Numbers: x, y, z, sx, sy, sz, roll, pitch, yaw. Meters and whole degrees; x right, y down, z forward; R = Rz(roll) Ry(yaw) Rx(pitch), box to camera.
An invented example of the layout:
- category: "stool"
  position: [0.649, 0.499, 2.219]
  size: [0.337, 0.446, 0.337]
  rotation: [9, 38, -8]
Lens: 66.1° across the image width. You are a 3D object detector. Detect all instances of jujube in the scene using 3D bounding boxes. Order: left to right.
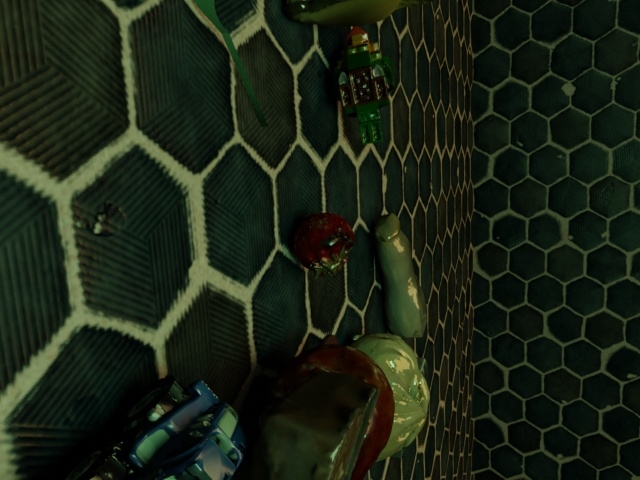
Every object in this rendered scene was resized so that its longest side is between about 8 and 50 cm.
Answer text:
- category: "jujube"
  position: [0.006, 0.269, 0.674]
  size: [0.190, 0.190, 0.255]
  rotation: [-43, 140, -57]

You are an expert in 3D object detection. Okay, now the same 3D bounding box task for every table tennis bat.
- category: "table tennis bat"
  position: [0.002, 0.229, 0.847]
  size: [0.156, 0.013, 0.087]
  rotation: [-57, 142, -51]

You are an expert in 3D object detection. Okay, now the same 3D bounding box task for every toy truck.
- category: "toy truck"
  position: [-0.135, 0.209, 0.384]
  size: [0.113, 0.126, 0.208]
  rotation: [55, 36, -12]

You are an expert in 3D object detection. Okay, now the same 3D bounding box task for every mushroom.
- category: "mushroom"
  position: [0.182, 0.096, 1.133]
  size: [0.109, 0.097, 0.351]
  rotation: [-56, 136, -53]

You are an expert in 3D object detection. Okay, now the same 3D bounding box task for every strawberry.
- category: "strawberry"
  position: [0.001, -0.001, 0.748]
  size: [0.106, 0.106, 0.106]
  rotation: [1, 90, -65]

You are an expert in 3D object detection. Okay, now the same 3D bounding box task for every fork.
- category: "fork"
  position: [-0.105, -0.222, 0.574]
  size: [0.021, 0.039, 0.235]
  rotation: [-64, 148, -34]

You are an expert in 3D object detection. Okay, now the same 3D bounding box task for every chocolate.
- category: "chocolate"
  position: [-0.020, 0.235, 0.491]
  size: [0.148, 0.093, 0.214]
  rotation: [-22, 128, -69]

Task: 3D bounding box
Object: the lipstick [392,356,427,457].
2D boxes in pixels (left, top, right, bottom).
- category: "lipstick"
  position: [0.195, 0.387, 1.190]
  size: [0.289, 0.076, 0.077]
  rotation: [-47, 131, -58]

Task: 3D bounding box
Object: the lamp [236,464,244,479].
- category: "lamp"
  position: [-0.108, 0.388, 0.484]
  size: [0.269, 0.047, 0.266]
  rotation: [-79, 162, -74]

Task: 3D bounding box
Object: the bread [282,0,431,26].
- category: "bread"
  position: [0.075, -0.416, 0.748]
  size: [0.262, 0.204, 0.162]
  rotation: [-48, 136, -59]

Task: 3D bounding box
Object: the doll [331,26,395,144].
- category: "doll"
  position: [0.076, -0.283, 0.866]
  size: [0.134, 0.106, 0.186]
  rotation: [63, 21, -54]

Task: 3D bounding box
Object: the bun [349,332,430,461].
- category: "bun"
  position: [0.126, 0.302, 0.944]
  size: [0.259, 0.160, 0.259]
  rotation: [5, 90, -65]
